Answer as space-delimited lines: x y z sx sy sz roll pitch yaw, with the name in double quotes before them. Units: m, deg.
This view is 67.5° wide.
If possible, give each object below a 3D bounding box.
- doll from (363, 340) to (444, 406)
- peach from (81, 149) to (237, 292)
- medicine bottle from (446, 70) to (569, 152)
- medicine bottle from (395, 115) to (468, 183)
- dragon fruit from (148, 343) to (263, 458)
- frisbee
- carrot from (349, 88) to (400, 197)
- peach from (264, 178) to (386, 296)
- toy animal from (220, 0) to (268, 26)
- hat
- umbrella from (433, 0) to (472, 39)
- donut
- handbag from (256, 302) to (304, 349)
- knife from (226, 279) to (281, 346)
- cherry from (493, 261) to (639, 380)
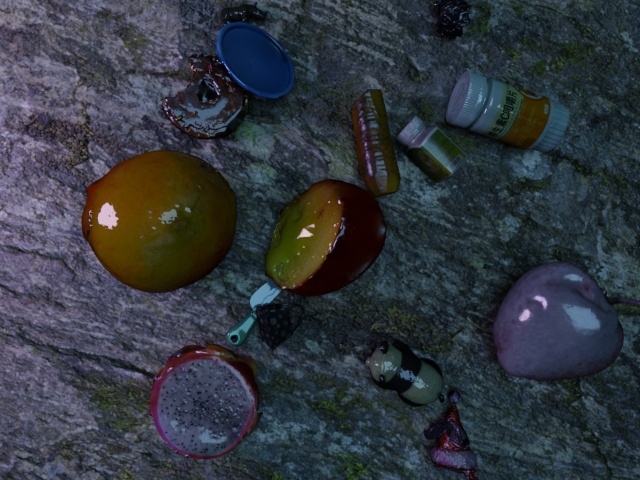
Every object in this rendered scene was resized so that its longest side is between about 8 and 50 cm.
"doll" 0.235 0.368 1.333 0.234 0.135 0.144 32 81 -1
"peach" -0.393 -0.047 1.180 0.372 0.290 0.373 -7 121 -12
"medicine bottle" 0.546 -0.371 1.403 0.317 0.158 0.158 16 85 -8
"medicine bottle" 0.312 -0.263 1.376 0.188 0.132 0.088 42 83 -3
"dragon fruit" -0.290 0.404 1.237 0.290 0.189 0.291 0 89 0
"frisbee" -0.180 -0.491 1.323 0.241 0.045 0.242 17 59 -30
"carrot" 0.153 -0.275 1.365 0.113 0.114 0.302 -10 86 -9
"peach" 0.000 0.000 1.256 0.338 0.281 0.281 -27 91 -9
"toy animal" -0.217 -0.643 1.365 0.135 0.047 0.065 -12 80 -3
"hat" 0.383 0.544 1.355 0.128 0.140 0.228 12 72 -17
"umbrella" 0.394 -0.748 1.432 0.110 0.121 0.273 14 78 -51
"donut" -0.305 -0.383 1.313 0.215 0.096 0.231 20 84 -10
"handbag" -0.103 0.220 1.323 0.139 0.072 0.115 -20 111 -32
"knife" -0.174 0.182 1.338 0.063 0.034 0.260 38 77 -4
"cherry" 0.644 0.223 1.321 0.334 0.291 0.327 -9 106 6
